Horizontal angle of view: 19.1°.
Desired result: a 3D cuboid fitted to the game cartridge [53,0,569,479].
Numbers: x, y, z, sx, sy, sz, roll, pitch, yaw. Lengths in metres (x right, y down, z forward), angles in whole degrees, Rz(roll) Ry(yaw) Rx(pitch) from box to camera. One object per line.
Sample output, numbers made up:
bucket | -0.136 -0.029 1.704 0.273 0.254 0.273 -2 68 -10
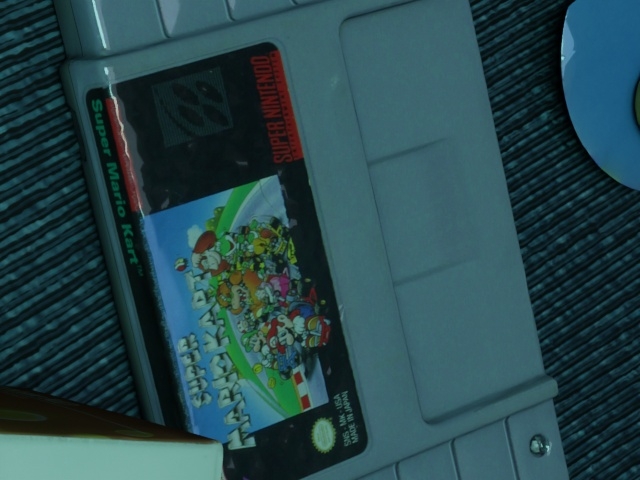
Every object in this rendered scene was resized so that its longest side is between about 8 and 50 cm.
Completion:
game cartridge | 0.000 0.000 0.979 0.230 0.068 0.355 -20 103 -33

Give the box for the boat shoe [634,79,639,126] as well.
boat shoe | 0.267 -0.138 1.085 0.080 0.073 0.223 46 74 -31

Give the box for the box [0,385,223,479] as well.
box | -0.243 0.139 0.742 0.345 0.215 0.168 7 89 -32

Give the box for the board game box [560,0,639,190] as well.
board game box | 0.196 -0.111 1.108 0.168 0.033 0.133 -40 118 -21
